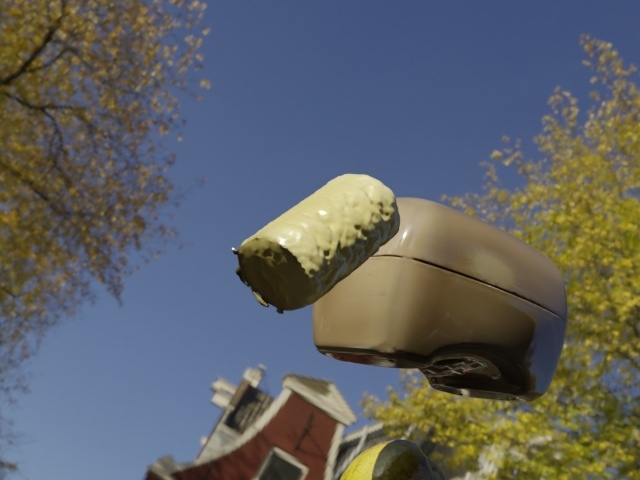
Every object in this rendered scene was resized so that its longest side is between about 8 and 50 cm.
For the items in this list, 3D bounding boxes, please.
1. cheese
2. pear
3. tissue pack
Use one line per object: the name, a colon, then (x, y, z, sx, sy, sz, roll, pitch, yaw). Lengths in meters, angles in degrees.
cheese: (0.000, 0.000, 0.989, 0.123, 0.167, 0.094, -12, -70, 49)
pear: (0.130, 0.438, 1.537, 0.197, 0.197, 0.197, 21, -35, 15)
tissue pack: (0.193, 0.087, 1.389, 0.387, 0.277, 0.267, 20, -13, -31)
